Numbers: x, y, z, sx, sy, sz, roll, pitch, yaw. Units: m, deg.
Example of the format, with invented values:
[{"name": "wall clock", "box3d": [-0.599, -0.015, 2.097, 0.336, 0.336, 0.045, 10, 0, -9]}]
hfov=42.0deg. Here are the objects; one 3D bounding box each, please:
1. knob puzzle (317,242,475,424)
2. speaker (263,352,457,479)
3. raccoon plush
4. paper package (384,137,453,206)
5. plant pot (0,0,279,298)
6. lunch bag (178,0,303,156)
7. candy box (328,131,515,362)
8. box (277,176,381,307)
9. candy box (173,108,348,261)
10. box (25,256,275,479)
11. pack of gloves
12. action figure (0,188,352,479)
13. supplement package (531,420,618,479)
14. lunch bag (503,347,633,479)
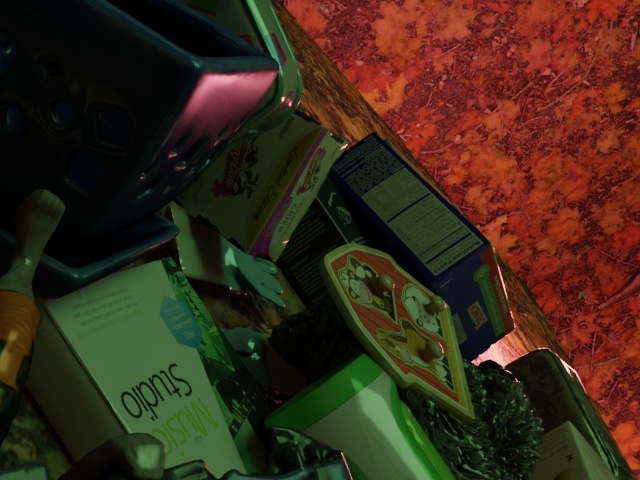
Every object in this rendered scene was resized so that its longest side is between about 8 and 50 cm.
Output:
[{"name": "knob puzzle", "box3d": [0.078, 0.068, 0.822, 0.213, 0.030, 0.213, 36, 28, -23]}, {"name": "speaker", "box3d": [0.076, 0.250, 0.719, 0.297, 0.131, 0.131, 56, 16, 5]}, {"name": "raccoon plush", "box3d": [0.112, 0.237, 0.894, 0.299, 0.216, 0.446, 37, 23, -42]}, {"name": "paper package", "box3d": [0.200, -0.004, 1.746, 0.325, 0.168, 0.310, 36, 23, -49]}, {"name": "plant pot", "box3d": [-0.195, -0.100, 0.639, 0.236, 0.212, 0.236, 30, 15, 4]}, {"name": "lunch bag", "box3d": [-0.170, -0.158, 0.803, 0.224, 0.279, 0.108, 64, 15, -6]}, {"name": "candy box", "box3d": [0.161, 0.014, 1.369, 0.317, 0.122, 0.268, 51, -7, 38]}, {"name": "box", "box3d": [0.000, 0.000, 1.261, 0.207, 0.108, 0.153, 55, 15, 6]}, {"name": "candy box", "box3d": [-0.108, -0.104, 0.930, 0.233, 0.159, 0.071, 33, 6, 25]}, {"name": "box", "box3d": [-0.103, 0.170, 0.698, 0.322, 0.058, 0.232, 56, 16, 3]}, {"name": "pack of gloves", "box3d": [-0.101, 0.085, 0.946, 0.232, 0.046, 0.195, 27, 45, -58]}, {"name": "action figure", "box3d": [-0.158, 0.135, 0.414, 0.341, 0.178, 0.330, 2, 54, -39]}, {"name": "supplement package", "box3d": [0.348, 0.439, 1.170, 0.198, 0.199, 0.263, 49, 16, -15]}, {"name": "lunch bag", "box3d": [0.425, 0.385, 1.486, 0.256, 0.212, 0.305, 37, 23, -44]}]
